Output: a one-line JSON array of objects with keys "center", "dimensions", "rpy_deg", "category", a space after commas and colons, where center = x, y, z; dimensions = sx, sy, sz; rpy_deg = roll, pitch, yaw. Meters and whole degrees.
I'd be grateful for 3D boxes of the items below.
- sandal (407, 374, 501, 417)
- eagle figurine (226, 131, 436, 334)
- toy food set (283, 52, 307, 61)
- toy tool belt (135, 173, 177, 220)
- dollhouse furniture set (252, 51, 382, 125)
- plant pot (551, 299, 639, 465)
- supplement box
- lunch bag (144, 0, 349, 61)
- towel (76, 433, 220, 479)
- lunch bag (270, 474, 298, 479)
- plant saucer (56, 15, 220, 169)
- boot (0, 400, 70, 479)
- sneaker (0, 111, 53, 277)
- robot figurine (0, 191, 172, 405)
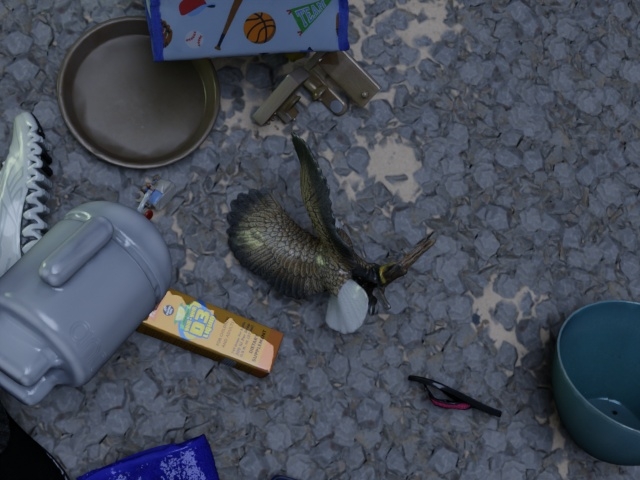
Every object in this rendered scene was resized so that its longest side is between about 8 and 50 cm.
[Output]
[{"center": [0.232, 0.281, 1.748], "dimensions": [0.179, 0.067, 0.040], "rpy_deg": [26, 86, -10], "category": "sandal"}, {"center": [-0.002, -0.003, 1.691], "dimensions": [0.298, 0.225, 0.226], "rpy_deg": [37, 83, -15], "category": "eagle figurine"}, {"center": [-0.094, -0.382, 1.792], "dimensions": [0.218, 0.071, 0.128], "rpy_deg": [35, 53, 20], "category": "toy food set"}, {"center": [-0.288, -0.075, 1.708], "dimensions": [0.051, 0.052, 0.083], "rpy_deg": [29, 67, 26], "category": "toy tool belt"}, {"center": [-0.005, -0.243, 1.755], "dimensions": [0.123, 0.144, 0.151], "rpy_deg": [45, 36, -2], "category": "dollhouse furniture set"}, {"center": [0.525, 0.274, 1.729], "dimensions": [0.290, 0.195, 0.290], "rpy_deg": [5, 44, -5], "category": "plant pot"}, {"center": [-0.185, 0.151, 1.667], "dimensions": [0.233, 0.080, 0.078], "rpy_deg": [21, 73, -6], "category": "supplement box"}, {"center": [-0.141, -0.475, 1.671], "dimensions": [0.328, 0.385, 0.238], "rpy_deg": [-3, 123, -10], "category": "lunch bag"}, {"center": [-0.240, 0.478, 1.553], "dimensions": [0.228, 0.076, 0.308], "rpy_deg": [-21, 83, 7], "category": "towel"}, {"center": [-0.061, 0.438, 1.638], "dimensions": [0.067, 0.065, 0.098], "rpy_deg": [19, 97, -2], "category": "lunch bag"}, {"center": [-0.313, -0.253, 1.737], "dimensions": [0.278, 0.041, 0.277], "rpy_deg": [3, 78, -14], "category": "plant saucer"}, {"center": [-0.489, 0.310, 1.465], "dimensions": [0.131, 0.260, 0.348], "rpy_deg": [-40, 90, -18], "category": "boot"}, {"center": [-0.497, -0.069, 1.628], "dimensions": [0.118, 0.110, 0.292], "rpy_deg": [-1, 79, -5], "category": "sneaker"}, {"center": [-0.363, 0.079, 1.519], "dimensions": [0.200, 0.300, 0.353], "rpy_deg": [35, 59, 7], "category": "robot figurine"}]
